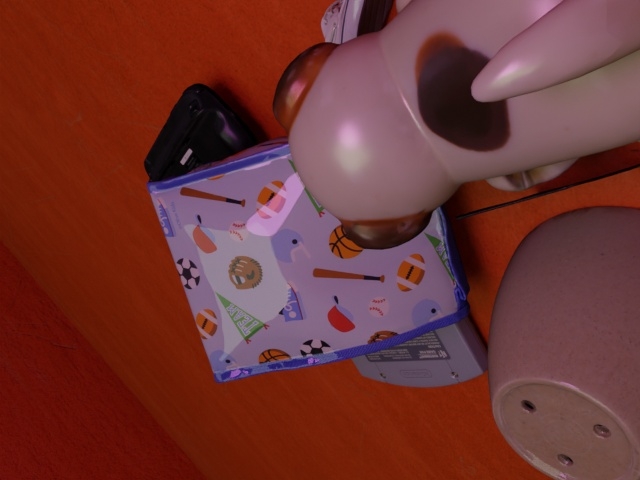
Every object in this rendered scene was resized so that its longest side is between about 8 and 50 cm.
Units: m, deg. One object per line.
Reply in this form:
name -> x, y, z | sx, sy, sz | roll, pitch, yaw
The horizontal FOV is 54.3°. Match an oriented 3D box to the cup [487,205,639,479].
cup -> 0.338, 0.158, 0.765 | 0.331, 0.237, 0.331 | 27, 138, 27

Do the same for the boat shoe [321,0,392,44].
boat shoe -> 0.034, -0.277, 0.819 | 0.076, 0.083, 0.226 | 33, 140, 18

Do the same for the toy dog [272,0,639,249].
toy dog -> 0.152, -0.136, 0.590 | 0.408, 0.395, 0.284 | -22, 113, 42

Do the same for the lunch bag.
lunch bag -> 0.000, 0.000, 0.929 | 0.386, 0.239, 0.327 | -15, 102, 20

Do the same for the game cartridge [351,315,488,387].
game cartridge -> 0.150, 0.171, 1.114 | 0.297, 0.062, 0.198 | -15, 114, 50

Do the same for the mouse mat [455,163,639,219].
mouse mat -> 0.262, -0.056, 0.704 | 0.153, 0.190, 0.007 | -17, 89, 50

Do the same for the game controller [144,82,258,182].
game controller -> -0.229, -0.153, 1.158 | 0.166, 0.067, 0.319 | 40, 144, -11
